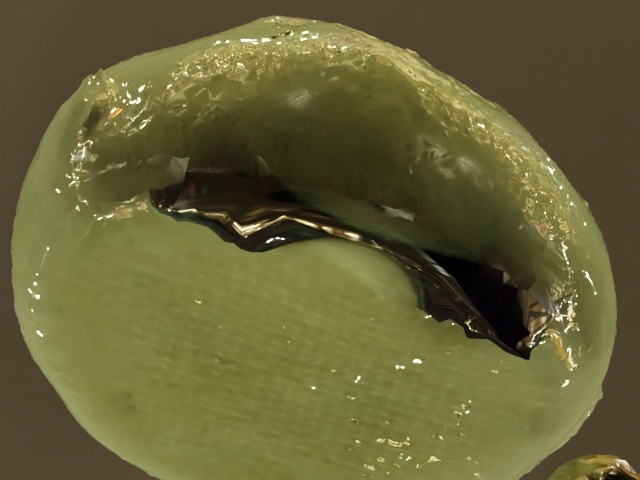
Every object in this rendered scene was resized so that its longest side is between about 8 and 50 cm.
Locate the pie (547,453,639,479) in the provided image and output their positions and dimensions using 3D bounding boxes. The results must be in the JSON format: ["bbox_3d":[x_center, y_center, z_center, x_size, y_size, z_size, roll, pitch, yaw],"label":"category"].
[{"bbox_3d":[0.106,0.215,0.688,0.105,0.257,0.274,-5,-143,17],"label":"pie"}]

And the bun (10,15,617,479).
[{"bbox_3d":[0.000,0.000,0.894,0.293,0.293,0.187,20,-133,-3],"label":"bun"}]
